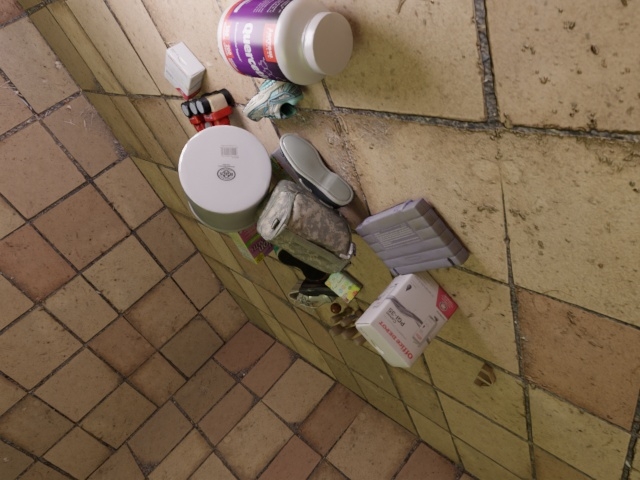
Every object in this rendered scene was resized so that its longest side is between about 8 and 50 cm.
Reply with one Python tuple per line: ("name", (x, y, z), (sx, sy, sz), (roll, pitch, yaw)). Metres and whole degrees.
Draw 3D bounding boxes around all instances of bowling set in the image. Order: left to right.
("bowling set", (0.147, 0.378, 2.126), (0.287, 0.154, 0.199), (7, 118, 57))

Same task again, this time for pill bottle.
("pill bottle", (-0.086, -0.468, 1.026), (0.323, 0.181, 0.181), (25, 150, 39))

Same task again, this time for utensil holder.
("utensil holder", (-0.343, -0.210, 1.610), (0.327, 0.328, 0.385), (47, 169, -3))

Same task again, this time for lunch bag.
("lunch bag", (-0.047, -0.031, 1.467), (0.305, 0.212, 0.256), (30, -161, -27))

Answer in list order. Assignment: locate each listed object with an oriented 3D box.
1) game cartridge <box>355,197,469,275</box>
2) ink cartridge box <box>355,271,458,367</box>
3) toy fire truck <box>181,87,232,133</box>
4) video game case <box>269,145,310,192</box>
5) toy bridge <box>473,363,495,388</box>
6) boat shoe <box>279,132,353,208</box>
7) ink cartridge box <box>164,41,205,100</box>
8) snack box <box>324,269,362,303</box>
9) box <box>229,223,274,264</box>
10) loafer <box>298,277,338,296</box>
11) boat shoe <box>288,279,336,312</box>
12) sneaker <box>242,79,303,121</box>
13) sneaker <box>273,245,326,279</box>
("game cartridge", (0.269, -0.003, 1.359), (0.230, 0.068, 0.355), (53, 156, -7))
("ink cartridge box", (0.288, 0.253, 1.456), (0.207, 0.283, 0.117), (48, 157, -5))
("toy fire truck", (-0.377, -0.434, 1.651), (0.217, 0.159, 0.246), (14, 131, 51))
("video game case", (-0.109, -0.240, 1.640), (0.227, 0.026, 0.206), (50, 156, -12))
("toy bridge", (0.630, 0.528, 1.664), (0.063, 0.026, 0.188), (32, 154, 27))
("boat shoe", (-0.028, -0.217, 1.429), (0.302, 0.114, 0.091), (48, 152, -5))
("ink cartridge box", (-0.502, -0.620, 1.609), (0.127, 0.072, 0.175), (49, 157, -7))
("snack box", (0.102, 0.197, 1.926), (0.141, 0.037, 0.100), (41, 117, 13))
("box", (-0.300, -0.054, 2.022), (0.117, 0.213, 0.242), (24, 148, 42))
("loafer", (0.015, 0.212, 2.087), (0.303, 0.095, 0.109), (-8, 149, 44))
("boat shoe", (-0.068, 0.299, 2.289), (0.367, 0.156, 0.135), (5, 135, 57))
("sneaker", (-0.144, -0.407, 1.323), (0.122, 0.110, 0.283), (47, 157, -13))
("sneaker", (-0.109, 0.069, 2.032), (0.296, 0.123, 0.178), (35, -167, -38))
